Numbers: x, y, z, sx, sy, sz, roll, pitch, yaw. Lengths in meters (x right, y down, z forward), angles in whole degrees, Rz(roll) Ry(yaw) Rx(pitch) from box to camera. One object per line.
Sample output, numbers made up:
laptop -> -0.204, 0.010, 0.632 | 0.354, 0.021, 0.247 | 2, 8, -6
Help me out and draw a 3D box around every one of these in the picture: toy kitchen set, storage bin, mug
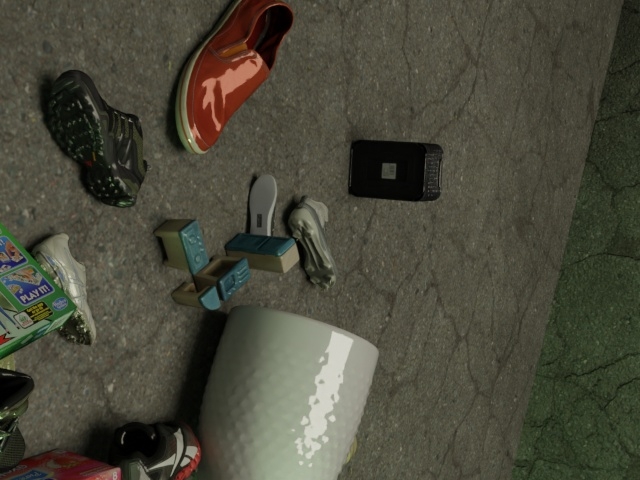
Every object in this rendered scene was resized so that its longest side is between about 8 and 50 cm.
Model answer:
toy kitchen set -> -0.152, 0.007, 1.598 | 0.207, 0.122, 0.166 | -45, 132, -46
storage bin -> 0.159, -0.148, 2.015 | 0.084, 0.180, 0.122 | -5, 100, -57
mug -> -0.076, 0.322, 1.681 | 0.374, 0.276, 0.328 | 103, 4, -75

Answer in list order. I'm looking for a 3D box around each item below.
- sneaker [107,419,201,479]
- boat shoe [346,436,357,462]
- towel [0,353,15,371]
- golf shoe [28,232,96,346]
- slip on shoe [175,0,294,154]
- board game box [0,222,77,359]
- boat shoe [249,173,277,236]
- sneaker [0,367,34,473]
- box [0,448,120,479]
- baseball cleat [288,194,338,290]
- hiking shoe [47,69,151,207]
sneaker -> -0.254, 0.323, 1.461 | 0.276, 0.098, 0.135 | -63, 140, -75
boat shoe -> -0.001, 0.345, 1.907 | 0.110, 0.122, 0.341 | -48, 136, -44
towel -> -0.447, 0.157, 1.241 | 0.110, 0.027, 0.148 | -26, 119, -53
golf shoe -> -0.349, 0.069, 1.350 | 0.086, 0.069, 0.176 | -57, 141, -45
slip on shoe -> -0.142, -0.283, 1.582 | 0.331, 0.101, 0.123 | -64, 145, -26
board game box -> -0.443, 0.061, 1.044 | 0.213, 0.046, 0.317 | 47, 29, 4
boat shoe -> -0.104, -0.050, 1.744 | 0.040, 0.049, 0.142 | -2, 99, -77
sneaker -> -0.387, 0.218, 1.133 | 0.227, 0.130, 0.087 | 75, 26, -47
box -> -0.398, 0.375, 1.265 | 0.257, 0.128, 0.122 | -6, 101, -57
baseball cleat -> 0.000, 0.000, 1.893 | 0.206, 0.072, 0.109 | 71, 33, -41
hiking shoe -> -0.312, -0.159, 1.367 | 0.114, 0.086, 0.227 | -71, 155, -44
